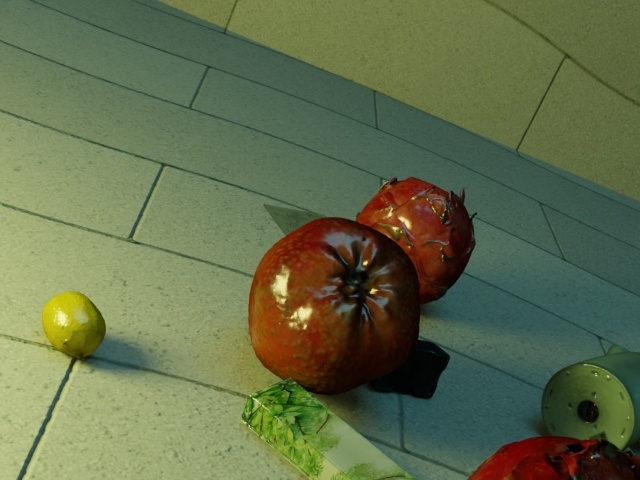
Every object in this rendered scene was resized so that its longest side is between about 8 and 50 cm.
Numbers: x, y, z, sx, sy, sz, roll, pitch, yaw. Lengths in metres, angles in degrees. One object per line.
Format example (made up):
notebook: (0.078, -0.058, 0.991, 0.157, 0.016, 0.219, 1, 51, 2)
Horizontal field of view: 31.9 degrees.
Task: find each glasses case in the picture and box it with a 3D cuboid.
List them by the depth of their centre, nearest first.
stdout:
glasses case: (0.018, 0.298, 1.530, 0.272, 0.062, 0.095, 36, 31, 27)

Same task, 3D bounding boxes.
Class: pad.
pad: (0.000, 0.000, 2.259, 0.159, 0.009, 0.265, 9, 27, -33)

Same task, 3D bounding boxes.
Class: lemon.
lemon: (-0.344, 0.113, 1.550, 0.082, 0.082, 0.110, 2, 38, -44)

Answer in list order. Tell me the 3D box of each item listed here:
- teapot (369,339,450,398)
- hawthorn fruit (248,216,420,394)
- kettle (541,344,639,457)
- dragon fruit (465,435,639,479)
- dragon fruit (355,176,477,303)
teapot: (0.131, 0.195, 1.855, 0.177, 0.087, 0.096, 12, 21, -29)
hawthorn fruit: (0.014, 0.098, 1.713, 0.275, 0.275, 0.300, 18, -4, -17)
kettle: (0.521, 0.305, 1.946, 0.255, 0.165, 0.240, -3, 64, -56)
dragon fruit: (0.276, 0.382, 1.301, 0.296, 0.301, 0.295, 26, 24, -13)
dragon fruit: (0.171, 0.003, 2.120, 0.241, 0.252, 0.241, 12, -22, 5)
